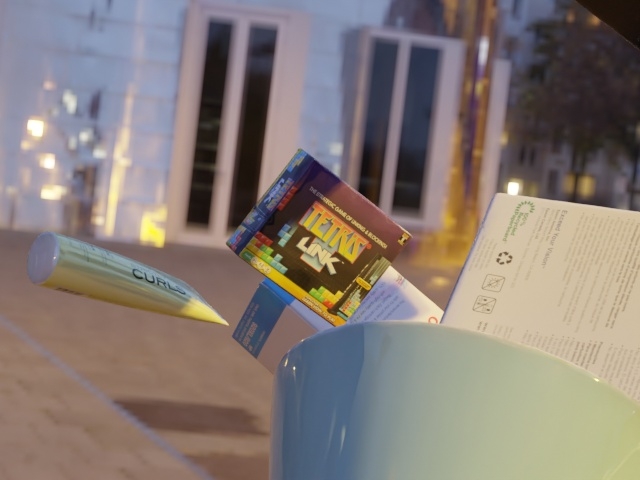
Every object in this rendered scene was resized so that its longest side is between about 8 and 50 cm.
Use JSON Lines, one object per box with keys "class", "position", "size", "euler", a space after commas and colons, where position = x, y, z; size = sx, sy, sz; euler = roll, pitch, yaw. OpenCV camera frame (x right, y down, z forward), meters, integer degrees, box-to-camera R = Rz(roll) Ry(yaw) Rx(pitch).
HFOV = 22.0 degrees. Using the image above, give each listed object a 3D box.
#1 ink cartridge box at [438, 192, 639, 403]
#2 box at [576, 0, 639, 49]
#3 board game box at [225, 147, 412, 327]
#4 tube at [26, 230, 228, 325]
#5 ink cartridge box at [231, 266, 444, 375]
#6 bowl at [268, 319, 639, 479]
{"class": "ink cartridge box", "position": [0.271, 0.111, 1.577], "size": [0.330, 0.324, 0.071], "euler": [10, -36, 26]}
{"class": "box", "position": [0.292, -0.391, 1.571], "size": [0.296, 0.294, 0.183], "euler": [38, -35, -1]}
{"class": "board game box", "position": [0.000, 0.000, 1.888], "size": [0.170, 0.141, 0.048], "euler": [37, 2, -31]}
{"class": "tube", "position": [-0.215, 0.046, 1.849], "size": [0.240, 0.070, 0.062], "euler": [20, -34, -40]}
{"class": "ink cartridge box", "position": [0.030, 0.127, 2.322], "size": [0.233, 0.168, 0.171], "euler": [42, 54, 9]}
{"class": "bowl", "position": [0.088, 0.207, 1.123], "size": [0.311, 0.163, 0.311], "euler": [15, -34, 11]}
